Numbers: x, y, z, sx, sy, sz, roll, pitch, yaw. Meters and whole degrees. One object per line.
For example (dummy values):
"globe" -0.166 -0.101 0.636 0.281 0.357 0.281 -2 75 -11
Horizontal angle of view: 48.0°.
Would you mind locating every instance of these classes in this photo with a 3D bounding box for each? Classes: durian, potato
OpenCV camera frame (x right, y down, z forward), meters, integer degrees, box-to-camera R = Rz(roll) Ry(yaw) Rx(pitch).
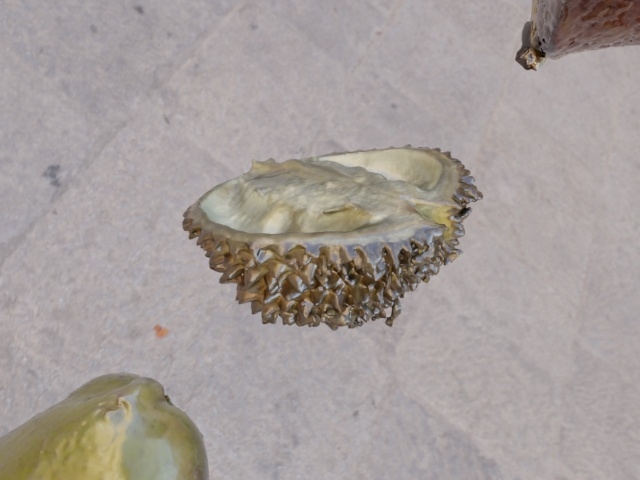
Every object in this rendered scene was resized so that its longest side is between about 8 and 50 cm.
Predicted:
"durian" 0.000 0.000 0.412 0.148 0.188 0.091 -28 125 -29
"potato" -0.200 0.236 0.524 0.202 0.351 0.218 34 14 -8

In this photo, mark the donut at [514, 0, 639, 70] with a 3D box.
"donut" 0.183 -0.187 0.397 0.126 0.186 0.144 -2 18 6
